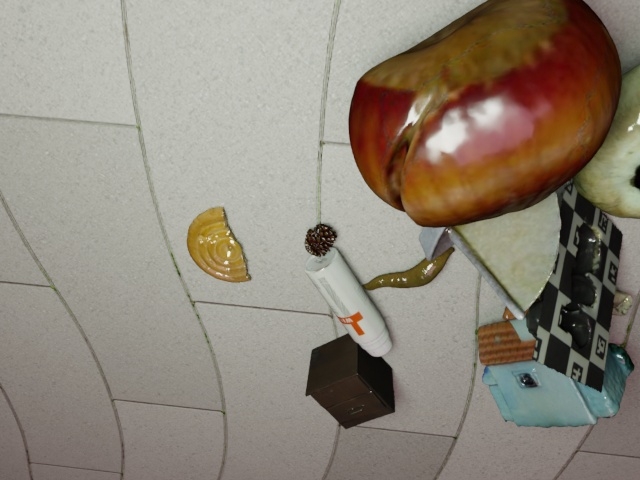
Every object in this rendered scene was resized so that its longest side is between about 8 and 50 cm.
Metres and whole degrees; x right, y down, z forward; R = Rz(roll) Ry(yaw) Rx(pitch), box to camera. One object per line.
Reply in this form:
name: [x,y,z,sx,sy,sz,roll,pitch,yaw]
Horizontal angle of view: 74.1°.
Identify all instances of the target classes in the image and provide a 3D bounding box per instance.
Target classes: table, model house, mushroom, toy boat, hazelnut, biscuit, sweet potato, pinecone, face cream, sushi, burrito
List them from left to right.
biscuit: [-0.268,0.023,1.077,0.145,0.033,0.224,-7,121,9]
pinecone: [0.000,0.000,1.011,0.083,0.077,0.077,-30,116,11]
table: [0.088,0.401,1.201,0.169,0.172,0.193,-29,115,22]
face cream: [0.085,0.174,1.099,0.102,0.102,0.345,-24,116,20]
sweet potato: [0.224,0.091,1.060,0.250,0.059,0.069,-26,97,24]
hazelnut: [0.252,-0.192,0.690,0.410,0.359,0.359,-30,115,26]
toy boat: [0.356,-0.033,0.852,0.111,0.293,0.275,16,105,-44]
model house: [0.537,0.258,1.065,0.295,0.252,0.329,-30,93,47]
sushi: [0.502,0.095,0.891,0.296,0.372,0.100,28,162,-31]
burrito: [0.644,0.121,1.025,0.226,0.060,0.086,21,85,-7]
mushroom: [0.618,-0.153,0.723,0.353,0.260,0.352,16,149,9]
